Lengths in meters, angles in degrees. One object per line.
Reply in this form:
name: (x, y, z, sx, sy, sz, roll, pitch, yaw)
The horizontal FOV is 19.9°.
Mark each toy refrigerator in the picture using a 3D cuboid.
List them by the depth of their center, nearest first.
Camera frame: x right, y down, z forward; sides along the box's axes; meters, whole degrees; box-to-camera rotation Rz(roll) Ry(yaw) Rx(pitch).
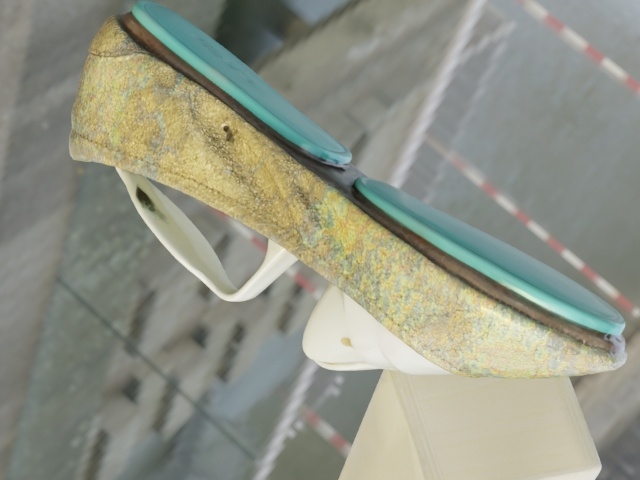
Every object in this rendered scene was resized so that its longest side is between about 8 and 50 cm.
toy refrigerator: (0.070, 0.161, 1.090, 0.102, 0.094, 0.269, -9, 150, -16)

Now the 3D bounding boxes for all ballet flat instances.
ballet flat: (0.000, 0.000, 0.967, 0.123, 0.348, 0.123, -43, 155, -26)
